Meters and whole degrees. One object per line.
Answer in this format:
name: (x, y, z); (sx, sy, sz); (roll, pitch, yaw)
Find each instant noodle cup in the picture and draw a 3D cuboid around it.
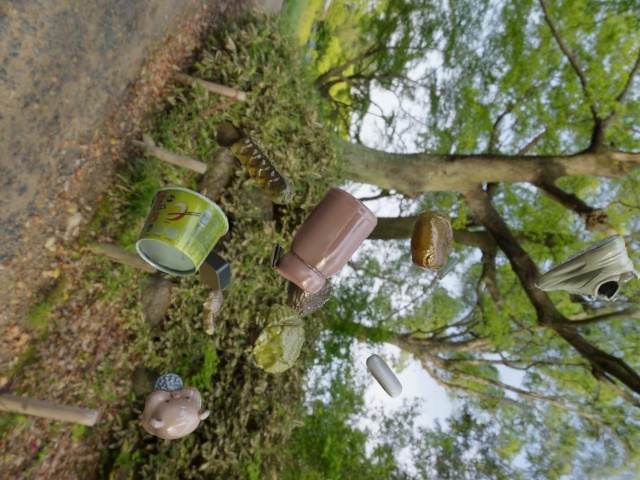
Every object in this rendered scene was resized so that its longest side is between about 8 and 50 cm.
instant noodle cup: (-0.525, -0.021, 1.713); (0.311, 0.311, 0.221); (119, -8, -55)

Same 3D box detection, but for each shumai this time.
shumai: (-0.106, 0.199, 2.245); (0.283, 0.217, 0.346); (58, -26, 21)

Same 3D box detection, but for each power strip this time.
power strip: (0.314, 0.069, 1.146); (0.083, 0.017, 0.027); (-34, 151, -36)

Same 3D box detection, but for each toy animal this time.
toy animal: (-0.557, 0.641, 1.711); (0.229, 0.210, 0.221); (48, -52, 41)

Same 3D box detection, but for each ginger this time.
ginger: (-0.393, 0.258, 1.693); (0.096, 0.067, 0.165); (23, 73, -78)

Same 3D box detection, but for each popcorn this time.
popcorn: (-0.182, 0.388, 1.869); (0.224, 0.270, 0.258); (-9, -160, 39)

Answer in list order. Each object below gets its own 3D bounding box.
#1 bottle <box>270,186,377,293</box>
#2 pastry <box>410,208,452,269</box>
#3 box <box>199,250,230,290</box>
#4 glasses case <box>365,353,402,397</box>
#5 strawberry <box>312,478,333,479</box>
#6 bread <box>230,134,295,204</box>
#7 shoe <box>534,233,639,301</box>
bottle: (0.000, 0.000, 1.327); (0.297, 0.206, 0.173); (-53, 155, -3)
pastry: (0.587, 0.003, 2.431); (0.356, 0.164, 0.355); (-22, 117, -53)
box: (-0.519, 0.155, 2.298); (0.090, 0.144, 0.201); (-39, 156, -32)
glasses case: (0.260, 0.551, 1.889); (0.074, 0.193, 0.049); (-32, 168, -38)
strawberry: (0.020, 0.754, 1.340); (0.174, 0.228, 0.098); (-38, -131, 9)
bread: (-0.184, -0.229, 1.533); (0.087, 0.269, 0.098); (-42, 171, 17)
shoe: (0.761, 0.109, 1.311); (0.124, 0.159, 0.316); (-28, 163, -22)
